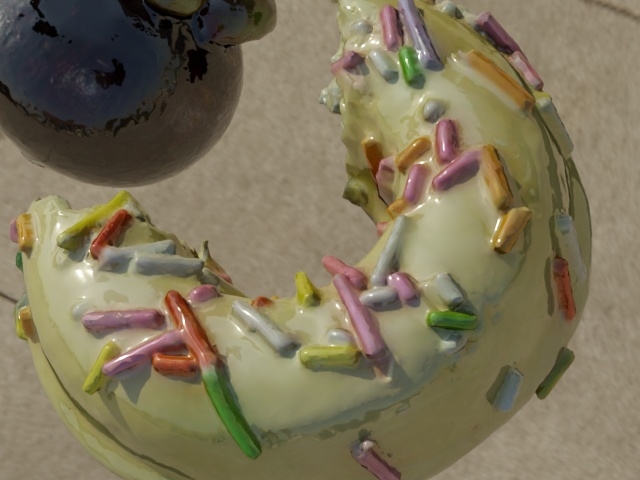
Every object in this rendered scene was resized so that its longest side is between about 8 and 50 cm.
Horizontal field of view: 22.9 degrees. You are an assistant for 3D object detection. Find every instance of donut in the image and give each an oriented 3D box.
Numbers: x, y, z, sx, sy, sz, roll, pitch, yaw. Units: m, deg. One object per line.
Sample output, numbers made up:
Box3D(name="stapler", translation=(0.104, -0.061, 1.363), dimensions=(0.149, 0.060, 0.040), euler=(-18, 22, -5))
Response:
Box3D(name="donut", translation=(-0.002, 0.009, 0.974), dimensions=(0.371, 0.150, 0.307), euler=(-35, 60, -9))

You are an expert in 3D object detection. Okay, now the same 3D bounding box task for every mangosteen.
Box3D(name="mangosteen", translation=(-0.212, -0.224, 1.700), dimensions=(0.307, 0.307, 0.347), euler=(51, 118, 21))
